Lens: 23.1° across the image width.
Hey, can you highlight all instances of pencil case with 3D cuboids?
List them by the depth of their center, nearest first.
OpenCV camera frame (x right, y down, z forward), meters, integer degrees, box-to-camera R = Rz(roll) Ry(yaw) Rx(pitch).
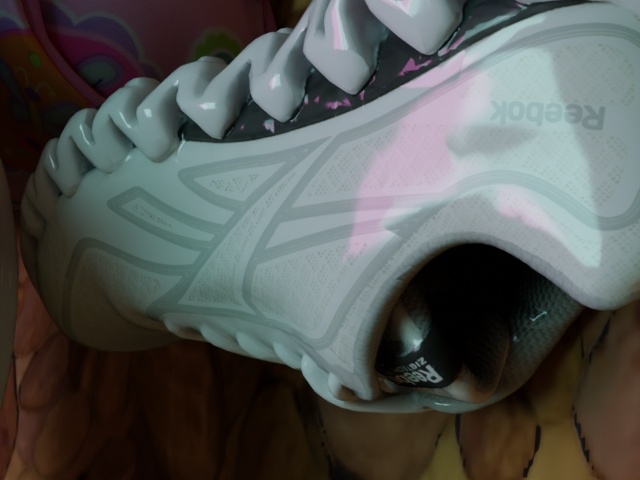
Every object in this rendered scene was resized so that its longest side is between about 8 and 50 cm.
[{"bbox_3d":[-0.136,-0.070,0.660,0.284,0.124,0.124,-16,68,53],"label":"pencil case"}]

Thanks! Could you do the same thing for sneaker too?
[{"bbox_3d":[0.000,0.000,0.463,0.292,0.110,0.118,-26,69,50],"label":"sneaker"}]

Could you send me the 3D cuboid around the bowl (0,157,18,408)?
[{"bbox_3d":[-0.192,0.018,0.534,0.298,0.134,0.297,-9,79,55],"label":"bowl"}]
